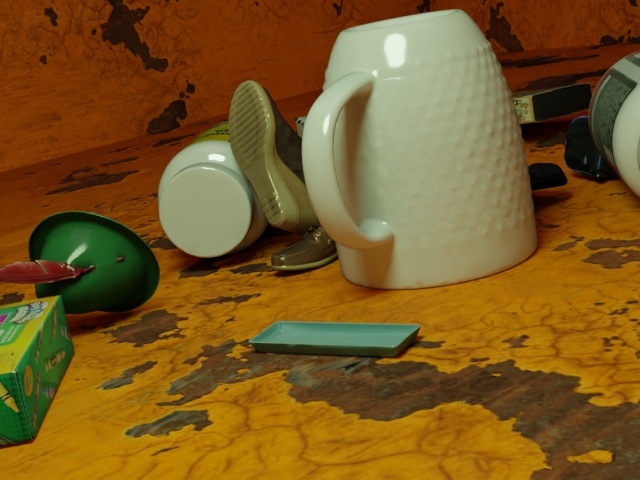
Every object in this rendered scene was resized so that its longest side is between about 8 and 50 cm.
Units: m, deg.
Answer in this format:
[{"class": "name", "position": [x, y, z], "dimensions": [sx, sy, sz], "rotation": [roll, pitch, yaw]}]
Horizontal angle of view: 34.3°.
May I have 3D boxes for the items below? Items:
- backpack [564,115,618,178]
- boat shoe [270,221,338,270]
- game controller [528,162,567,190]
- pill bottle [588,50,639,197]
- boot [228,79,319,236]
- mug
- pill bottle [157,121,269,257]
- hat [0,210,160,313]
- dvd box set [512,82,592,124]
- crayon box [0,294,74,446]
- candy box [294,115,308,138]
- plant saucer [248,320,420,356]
[{"class": "backpack", "position": [0.464, -0.154, 1.730], "dimensions": [0.084, 0.105, 0.114], "rotation": [9, 5, -22]}, {"class": "boat shoe", "position": [0.001, 0.000, 1.526], "dimensions": [0.178, 0.060, 0.064], "rotation": [-19, 16, -30]}, {"class": "game controller", "position": [0.242, -0.091, 1.694], "dimensions": [0.166, 0.067, 0.319], "rotation": [1, 0, -37]}, {"class": "pill bottle", "position": [0.508, -0.155, 1.469], "dimensions": [0.210, 0.210, 0.363], "rotation": [-8, 14, 9]}, {"class": "boot", "position": [-0.033, -0.123, 1.611], "dimensions": [0.090, 0.249, 0.206], "rotation": [-25, -15, 36]}, {"class": "mug", "position": [0.106, -0.119, 1.364], "dimensions": [0.276, 0.328, 0.374], "rotation": [1, 18, 39]}, {"class": "pill bottle", "position": [-0.160, -0.084, 1.711], "dimensions": [0.187, 0.188, 0.334], "rotation": [-9, 14, 6]}, {"class": "hat", "position": [-0.329, 0.078, 1.336], "dimensions": [0.208, 0.173, 0.184], "rotation": [17, 37, -5]}, {"class": "dvd box set", "position": [0.347, -0.280, 2.297], "dimensions": [0.420, 0.062, 0.307], "rotation": [-3, 10, 39]}, {"class": "crayon box", "position": [-0.386, 0.149, 1.169], "dimensions": [0.165, 0.081, 0.278], "rotation": [-10, 14, -2]}, {"class": "candy box", "position": [0.013, -0.134, 1.832], "dimensions": [0.070, 0.165, 0.196], "rotation": [-12, 14, -8]}, {"class": "plant saucer", "position": [0.015, 0.111, 1.166], "dimensions": [0.192, 0.018, 0.067], "rotation": [-2, 16, 32]}]
